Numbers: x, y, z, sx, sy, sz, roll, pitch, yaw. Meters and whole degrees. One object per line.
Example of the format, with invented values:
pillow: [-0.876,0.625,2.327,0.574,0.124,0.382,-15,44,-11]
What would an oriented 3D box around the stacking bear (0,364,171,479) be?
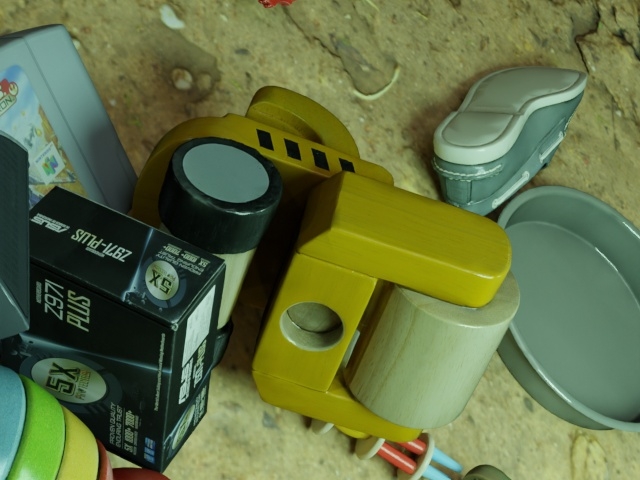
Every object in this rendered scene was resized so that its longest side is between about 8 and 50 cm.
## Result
stacking bear: [-0.214,0.176,0.932,0.289,0.164,0.175,35,36,-29]

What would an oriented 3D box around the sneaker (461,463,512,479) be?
sneaker: [0.204,0.279,1.241,0.086,0.064,0.192,-38,98,-47]

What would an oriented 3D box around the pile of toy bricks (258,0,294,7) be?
pile of toy bricks: [-0.116,-0.313,1.369,0.212,0.118,0.105,38,73,-33]

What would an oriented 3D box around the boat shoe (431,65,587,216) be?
boat shoe: [0.218,-0.121,1.508,0.319,0.116,0.099,-39,132,-51]

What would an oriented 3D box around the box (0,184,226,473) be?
box: [-0.159,0.070,0.991,0.147,0.180,0.077,24,45,12]

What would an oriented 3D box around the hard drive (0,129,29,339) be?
hard drive: [-0.316,0.008,0.842,0.254,0.054,0.172,-11,51,1]

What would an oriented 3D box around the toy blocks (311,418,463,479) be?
toy blocks: [0.073,0.160,1.226,0.148,0.054,0.123,32,49,-17]

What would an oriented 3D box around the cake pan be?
cake pan: [0.288,0.079,1.440,0.293,0.054,0.293,19,53,-27]

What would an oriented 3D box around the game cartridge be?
game cartridge: [-0.262,-0.039,1.039,0.297,0.062,0.198,-56,137,-44]

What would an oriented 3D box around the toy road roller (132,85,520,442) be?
toy road roller: [0.000,0.000,1.140,0.329,0.203,0.241,20,39,-3]
